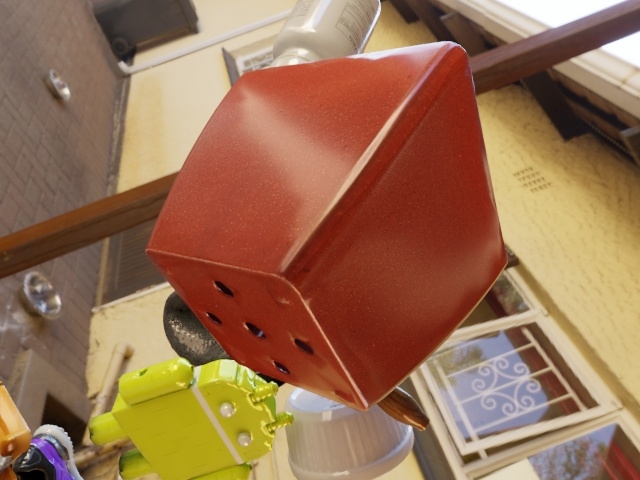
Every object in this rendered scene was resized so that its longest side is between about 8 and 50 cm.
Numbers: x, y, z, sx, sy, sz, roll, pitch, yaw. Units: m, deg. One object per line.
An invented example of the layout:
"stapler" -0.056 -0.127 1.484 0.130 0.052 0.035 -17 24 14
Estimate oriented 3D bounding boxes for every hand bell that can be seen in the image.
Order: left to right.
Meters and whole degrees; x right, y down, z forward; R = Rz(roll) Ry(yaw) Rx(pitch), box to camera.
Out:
"hand bell" 0.045 0.178 0.668 0.242 0.126 0.126 37 -6 7

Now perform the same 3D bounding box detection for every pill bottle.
"pill bottle" -0.001 -0.301 0.756 0.131 0.131 0.229 71 38 -60

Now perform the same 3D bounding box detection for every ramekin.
"ramekin" 0.038 0.287 0.783 0.207 0.207 0.109 -126 -158 -85

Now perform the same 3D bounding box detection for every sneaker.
"sneaker" -0.583 0.566 1.051 0.146 0.102 0.293 -81 154 -73

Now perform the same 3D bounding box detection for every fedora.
"fedora" -0.194 0.167 0.963 0.152 0.334 0.334 -3 70 -60

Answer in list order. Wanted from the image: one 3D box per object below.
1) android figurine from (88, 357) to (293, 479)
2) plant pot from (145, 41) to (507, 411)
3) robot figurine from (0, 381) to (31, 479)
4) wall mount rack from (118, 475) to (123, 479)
"android figurine" -0.177 0.266 0.694 0.056 0.272 0.248 -96 169 -62
"plant pot" 0.000 0.000 0.481 0.267 0.236 0.267 8 -42 38
"robot figurine" -0.169 0.185 0.212 0.291 0.085 0.211 42 -63 39
"wall mount rack" -0.585 0.660 1.145 0.304 0.350 0.130 -65 158 -19
